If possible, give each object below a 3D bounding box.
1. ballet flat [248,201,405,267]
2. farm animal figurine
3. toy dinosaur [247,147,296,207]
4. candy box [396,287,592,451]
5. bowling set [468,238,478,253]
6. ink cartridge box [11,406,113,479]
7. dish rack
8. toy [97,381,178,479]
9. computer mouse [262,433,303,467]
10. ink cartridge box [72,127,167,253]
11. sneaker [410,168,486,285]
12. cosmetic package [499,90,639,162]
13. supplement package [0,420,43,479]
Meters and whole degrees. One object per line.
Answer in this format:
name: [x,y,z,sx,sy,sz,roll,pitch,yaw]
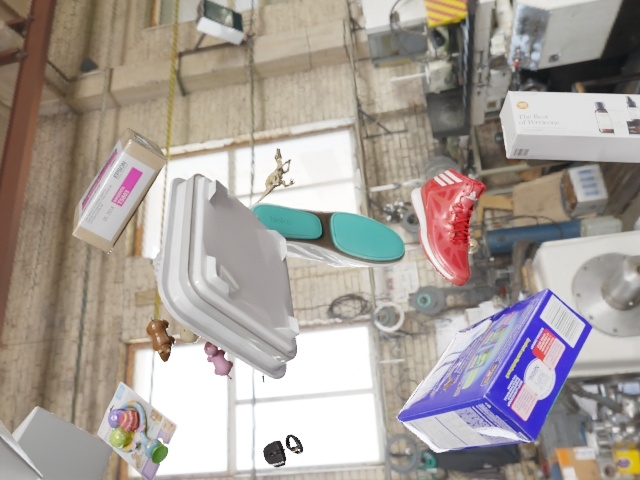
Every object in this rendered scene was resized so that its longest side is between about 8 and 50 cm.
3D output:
ballet flat: [0.000,0.000,1.290,0.139,0.401,0.139,-170,90,-69]
farm animal figurine: [-0.274,0.187,1.399,0.172,0.331,0.326,132,144,-78]
toy dinosaur: [-0.111,-0.143,1.340,0.053,0.093,0.183,39,-117,-34]
candy box: [0.324,0.262,1.067,0.268,0.122,0.317,-45,-2,-30]
bowling set: [0.415,-0.035,1.781,0.287,0.154,0.199,2,-106,-76]
ink cartridge box: [-0.546,0.509,0.893,0.160,0.384,0.279,39,-163,-19]
dish rack: [-0.134,0.041,0.930,0.285,0.072,0.332,42,-157,-36]
toy: [-0.433,0.427,1.247,0.056,0.237,0.136,33,-101,-54]
computer mouse: [-0.104,0.553,1.445,0.242,0.041,0.071,-51,55,54]
ink cartridge box: [-0.436,-0.115,1.191,0.088,0.234,0.193,32,-176,-27]
sneaker: [0.243,-0.038,0.988,0.087,0.128,0.221,11,-130,-39]
cosmetic package: [0.413,-0.179,0.863,0.060,0.239,0.098,89,-176,-54]
supplement package: [-0.467,0.179,0.566,0.175,0.293,0.177,-39,-28,-30]
